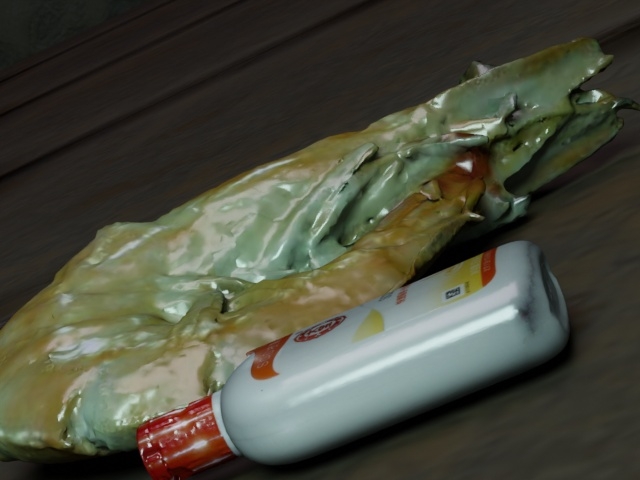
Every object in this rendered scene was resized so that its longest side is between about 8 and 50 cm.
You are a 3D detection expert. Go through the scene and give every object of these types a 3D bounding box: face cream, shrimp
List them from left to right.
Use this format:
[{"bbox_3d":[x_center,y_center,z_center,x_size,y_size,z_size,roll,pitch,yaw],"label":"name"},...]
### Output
[{"bbox_3d":[0.000,0.000,0.448,0.180,0.041,0.099,-29,12,-21],"label":"shrimp"},{"bbox_3d":[0.005,0.025,0.369,0.083,0.021,0.040,-24,10,11],"label":"face cream"}]
